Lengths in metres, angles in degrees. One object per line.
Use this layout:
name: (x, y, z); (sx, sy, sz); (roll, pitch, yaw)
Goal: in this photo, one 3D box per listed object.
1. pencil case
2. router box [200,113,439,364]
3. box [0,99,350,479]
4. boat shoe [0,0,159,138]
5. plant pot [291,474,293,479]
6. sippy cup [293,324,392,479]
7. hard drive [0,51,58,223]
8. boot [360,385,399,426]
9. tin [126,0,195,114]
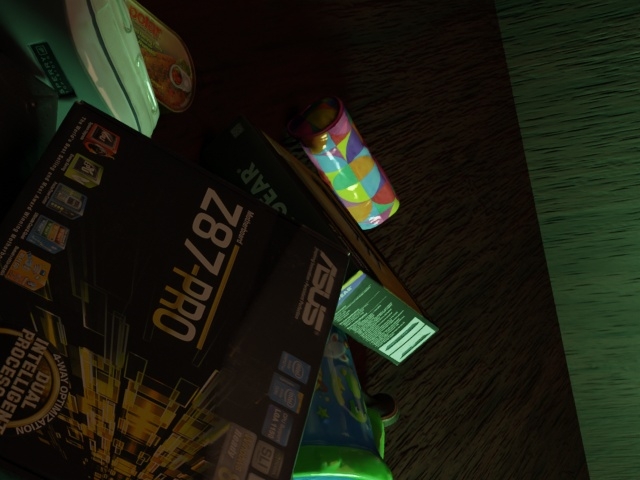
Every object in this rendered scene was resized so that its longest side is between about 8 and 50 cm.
pencil case: (0.036, -0.117, 1.756); (0.236, 0.104, 0.104); (58, 35, -42)
router box: (0.000, 0.000, 1.486); (0.309, 0.081, 0.243); (53, 10, 34)
box: (-0.160, 0.090, 1.006); (0.318, 0.097, 0.395); (31, 42, -12)
boat shoe: (-0.254, -0.252, 1.186); (0.367, 0.135, 0.156); (68, 30, -31)
plant pot: (-0.163, 0.265, 1.066); (0.234, 0.165, 0.166); (4, 79, -45)
sippy cup: (-0.042, 0.214, 1.392); (0.305, 0.240, 0.224); (82, 1, -63)
hard drive: (-0.331, -0.060, 1.068); (0.172, 0.054, 0.255); (37, 51, -54)
boot: (0.052, 0.224, 1.715); (0.198, 0.076, 0.137); (-16, 92, -64)
tin: (-0.216, -0.221, 1.359); (0.189, 0.040, 0.106); (35, 56, -55)
